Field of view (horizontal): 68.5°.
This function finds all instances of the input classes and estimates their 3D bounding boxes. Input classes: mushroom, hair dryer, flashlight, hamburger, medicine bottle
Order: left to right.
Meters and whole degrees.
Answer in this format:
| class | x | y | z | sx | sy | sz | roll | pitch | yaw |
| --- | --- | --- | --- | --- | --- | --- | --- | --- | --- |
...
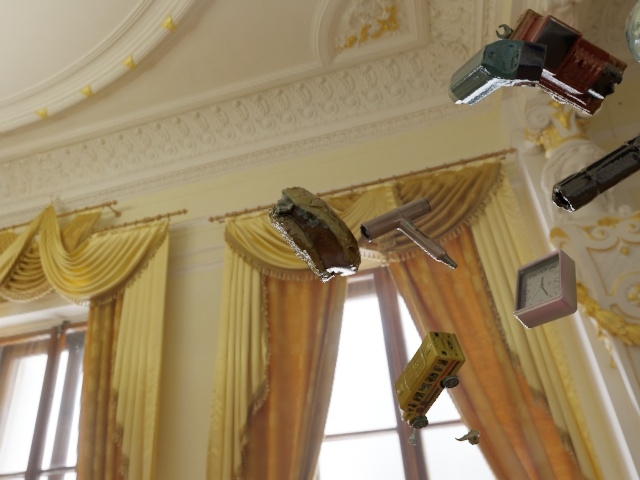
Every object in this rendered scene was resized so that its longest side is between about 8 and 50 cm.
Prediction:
| class | x | y | z | sx | sy | sz | roll | pitch | yaw |
| --- | --- | --- | --- | --- | --- | --- | --- | --- | --- |
| hamburger | 0.000 | 0.000 | 1.166 | 0.132 | 0.211 | 0.309 | -44 | -33 | -10 |
| hair dryer | 0.234 | 0.007 | 1.178 | 0.195 | 0.220 | 0.053 | -22 | -30 | -18 |
| mushroom | 0.525 | 0.686 | 1.645 | 0.043 | 0.068 | 0.306 | 31 | -8 | 34 |
| medicine bottle | 0.360 | -0.351 | 1.006 | 0.124 | 0.079 | 0.258 | 9 | 1 | -7 |
| flashlight | 0.800 | -0.212 | 1.212 | 0.424 | 0.103 | 0.103 | -34 | -33 | 6 |

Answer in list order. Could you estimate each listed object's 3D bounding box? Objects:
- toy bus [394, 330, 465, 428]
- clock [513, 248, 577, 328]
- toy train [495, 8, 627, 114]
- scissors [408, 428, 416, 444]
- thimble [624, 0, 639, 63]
| class | x | y | z | sx | sy | sz | roll | pitch | yaw |
| --- | --- | --- | --- | --- | --- | --- | --- | --- | --- |
| toy bus | 0.318 | 0.431 | 1.440 | 0.123 | 0.121 | 0.335 | 13 | -58 | -16 |
| clock | 0.608 | 0.130 | 1.279 | 0.063 | 0.197 | 0.150 | 41 | -45 | -13 |
| toy train | 0.649 | -0.493 | 1.283 | 0.369 | 0.231 | 0.163 | 28 | -70 | -2 |
| scissors | 0.322 | 0.660 | 1.618 | 0.006 | 0.083 | 0.036 | 34 | -30 | -29 |
| thimble | 0.787 | -0.446 | 0.992 | 0.250 | 0.172 | 0.205 | 28 | -58 | 11 |
